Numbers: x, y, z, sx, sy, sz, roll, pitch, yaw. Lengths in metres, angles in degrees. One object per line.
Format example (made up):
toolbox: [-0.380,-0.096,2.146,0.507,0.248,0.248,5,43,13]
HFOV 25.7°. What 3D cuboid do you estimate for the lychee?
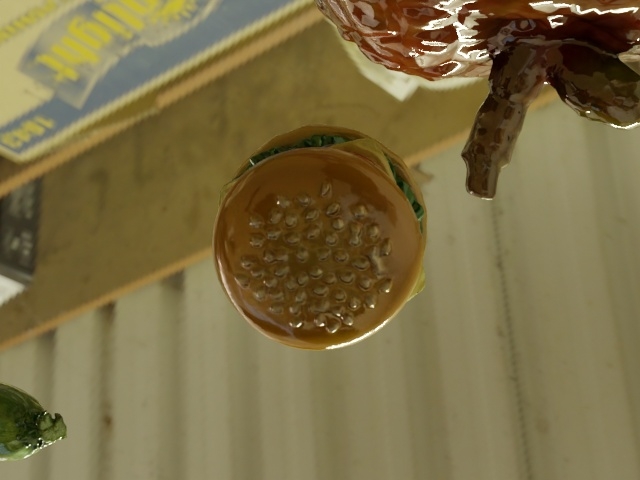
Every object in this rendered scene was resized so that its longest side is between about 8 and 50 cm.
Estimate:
lychee: [0.106,-0.175,0.700,0.255,0.255,0.300,-12,-114,40]

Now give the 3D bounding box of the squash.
squash: [-0.430,0.216,1.683,0.379,0.101,0.101,-3,-113,45]

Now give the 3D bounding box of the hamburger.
hamburger: [0.000,0.000,0.990,0.162,0.162,0.115,-45,-171,18]
